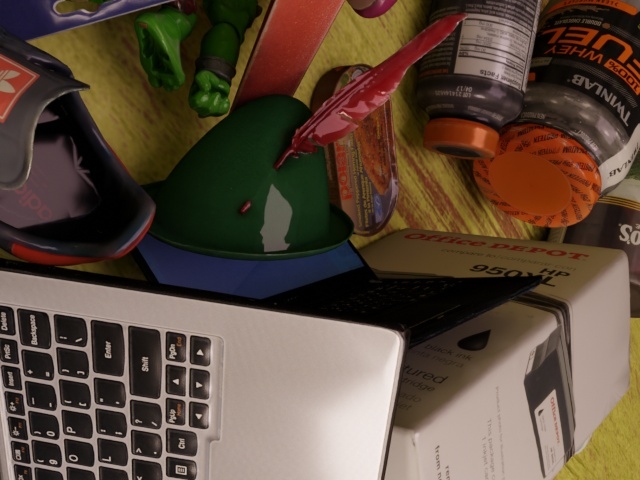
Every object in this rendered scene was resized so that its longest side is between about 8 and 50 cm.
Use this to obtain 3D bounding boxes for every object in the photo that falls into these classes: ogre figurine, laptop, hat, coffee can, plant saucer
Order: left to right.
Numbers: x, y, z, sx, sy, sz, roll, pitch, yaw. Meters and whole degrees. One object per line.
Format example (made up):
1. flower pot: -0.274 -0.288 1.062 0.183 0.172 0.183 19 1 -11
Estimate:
1. laptop: -0.183 0.232 0.414 0.236 0.408 0.381 -72 170 -62
2. ogre figurine: -0.119 -0.198 0.568 0.197 0.097 0.118 37 57 -2
3. hat: -0.038 -0.102 0.568 0.209 0.173 0.183 -12 121 -43
4. laptop: 0.000 0.000 0.602 0.234 0.264 0.136 -15 98 -46
5. plant saucer: 0.006 -0.240 0.580 0.048 0.259 0.258 20 67 -10
6. coffee can: 0.488 -0.038 1.218 0.201 0.202 0.275 38 68 -45

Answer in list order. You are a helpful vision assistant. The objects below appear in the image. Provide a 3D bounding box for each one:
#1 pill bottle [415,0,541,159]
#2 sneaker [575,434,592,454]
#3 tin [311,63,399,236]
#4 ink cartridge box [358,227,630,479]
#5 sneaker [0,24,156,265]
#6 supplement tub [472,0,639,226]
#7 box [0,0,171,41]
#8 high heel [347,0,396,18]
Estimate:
1. pill bottle: 0.187 -0.224 0.895 0.130 0.130 0.245 14 87 -49
2. sneaker: 0.312 0.224 1.125 0.208 0.127 0.319 -31 110 -44
3. tin: 0.039 -0.097 0.819 0.106 0.040 0.189 -27 116 -48
4. ink cartridge box: 0.092 0.125 0.728 0.395 0.285 0.166 -24 114 -45
5. sneaker: -0.227 -0.102 0.427 0.350 0.148 0.131 46 63 -42
6. supplement tub: 0.354 -0.195 1.032 0.338 0.207 0.207 -57 134 -26
7. box: -0.172 -0.236 0.441 0.136 0.036 0.225 -19 135 -9
8. high heel: 0.126 -0.360 0.778 0.181 0.127 0.377 28 68 -37
